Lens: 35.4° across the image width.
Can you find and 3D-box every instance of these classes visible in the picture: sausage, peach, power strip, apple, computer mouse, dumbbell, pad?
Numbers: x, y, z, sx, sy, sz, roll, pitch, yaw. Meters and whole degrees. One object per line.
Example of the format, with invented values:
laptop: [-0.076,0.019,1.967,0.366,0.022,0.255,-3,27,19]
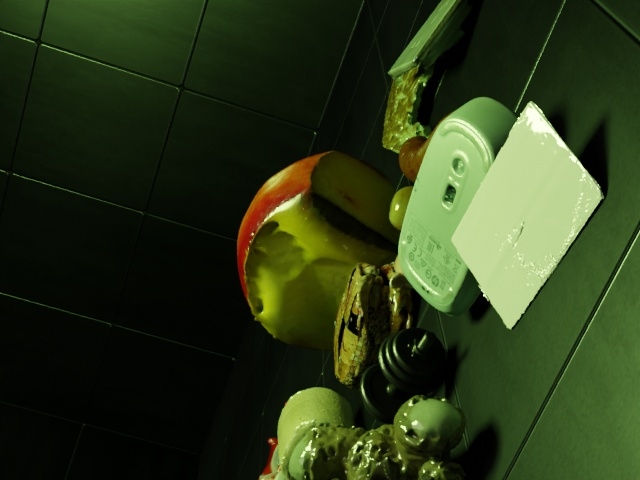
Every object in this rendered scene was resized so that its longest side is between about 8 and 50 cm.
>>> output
sausage: [0.187,-0.139,1.613,0.302,0.076,0.103,167,119,-80]
peach: [0.000,0.000,1.835,0.380,0.306,0.242,109,165,-46]
power strip: [0.225,-0.382,1.858,0.213,0.064,0.198,-53,7,-3]
apple: [0.152,-0.053,1.689,0.084,0.071,0.084,-163,90,-81]
computer mouse: [0.195,-0.044,1.297,0.159,0.097,0.289,46,134,42]
dumbbell: [0.114,0.188,1.386,0.208,0.099,0.099,115,168,-47]
pad: [0.227,-0.024,1.147,0.156,0.004,0.232,62,143,34]

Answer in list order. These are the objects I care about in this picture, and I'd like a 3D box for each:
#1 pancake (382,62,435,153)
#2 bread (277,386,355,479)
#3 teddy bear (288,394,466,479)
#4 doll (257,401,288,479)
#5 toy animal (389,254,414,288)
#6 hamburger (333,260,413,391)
pancake: [0.186,-0.280,1.981,0.377,0.054,0.197,-86,20,-50]
bread: [-0.006,0.345,1.721,0.141,0.133,0.148,-100,18,-72]
teddy bear: [0.074,0.336,1.187,0.267,0.156,0.256,-21,41,40]
doll: [-0.100,0.523,2.131,0.384,0.099,0.188,-81,12,-58]
toy animal: [0.158,0.010,1.507,0.089,0.083,0.150,31,97,37]
hamburger: [0.082,0.138,1.677,0.231,0.106,0.231,-171,90,-80]
